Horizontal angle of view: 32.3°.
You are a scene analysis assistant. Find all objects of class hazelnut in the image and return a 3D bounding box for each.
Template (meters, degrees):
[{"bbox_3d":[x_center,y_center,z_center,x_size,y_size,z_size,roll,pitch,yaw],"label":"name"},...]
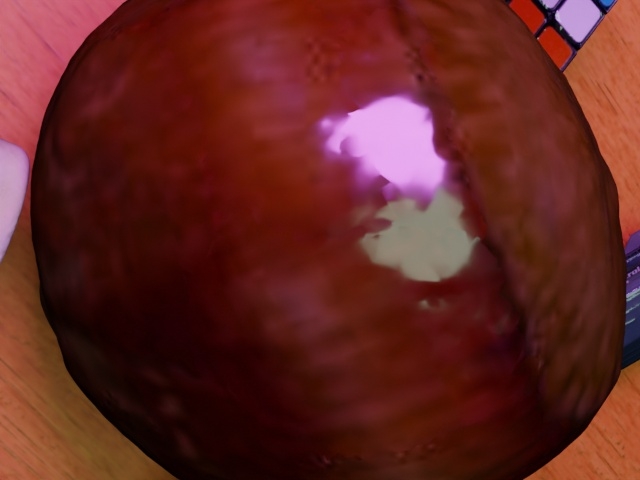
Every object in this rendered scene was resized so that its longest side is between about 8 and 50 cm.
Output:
[{"bbox_3d":[0.000,0.000,0.764,0.420,0.353,0.421,-3,111,-8],"label":"hazelnut"}]

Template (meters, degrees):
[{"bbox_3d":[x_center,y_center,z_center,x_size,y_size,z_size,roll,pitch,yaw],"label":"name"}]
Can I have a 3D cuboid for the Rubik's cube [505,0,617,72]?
[{"bbox_3d":[0.139,-0.228,0.887,0.151,0.154,0.155,41,81,-24],"label":"Rubik's cube"}]

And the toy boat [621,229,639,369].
[{"bbox_3d":[0.265,0.073,1.042,0.246,0.103,0.093,-30,125,-3],"label":"toy boat"}]

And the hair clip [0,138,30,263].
[{"bbox_3d":[-0.269,0.025,0.753,0.071,0.159,0.218,34,103,-37],"label":"hair clip"}]
